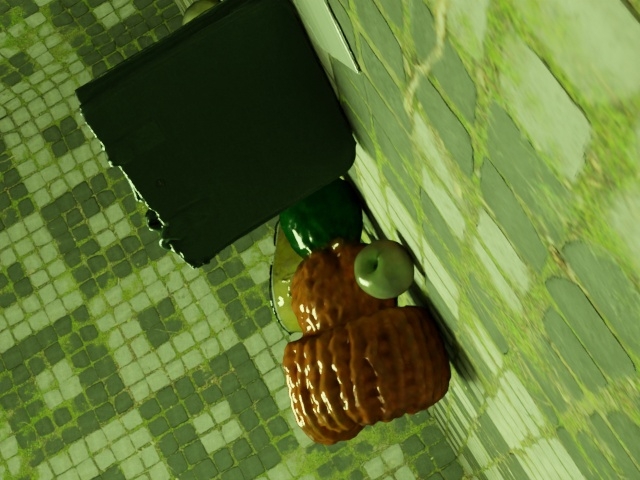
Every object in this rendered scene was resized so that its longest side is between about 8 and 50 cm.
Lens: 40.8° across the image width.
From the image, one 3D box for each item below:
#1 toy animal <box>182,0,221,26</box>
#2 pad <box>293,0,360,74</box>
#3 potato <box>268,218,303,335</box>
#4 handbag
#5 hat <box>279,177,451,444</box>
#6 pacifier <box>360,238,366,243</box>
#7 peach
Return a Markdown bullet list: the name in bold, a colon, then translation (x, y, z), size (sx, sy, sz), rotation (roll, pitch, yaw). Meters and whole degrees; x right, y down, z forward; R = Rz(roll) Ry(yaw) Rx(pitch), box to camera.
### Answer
- **toy animal**: translation (-0.179, -0.347, 1.525), size (0.233, 0.121, 0.169), rotation (-97, -6, -71)
- **pad**: translation (-0.035, -0.259, 0.756), size (0.232, 0.004, 0.156), rotation (60, 178, -30)
- **potato**: translation (0.020, 0.057, 1.849), size (0.246, 0.196, 0.300), rotation (64, -157, -47)
- **handbag**: translation (-0.108, -0.122, 0.953), size (0.079, 0.260, 0.247), rotation (49, 171, 49)
- **hat**: translation (0.020, 0.112, 1.364), size (0.400, 0.285, 0.285), rotation (62, 179, 9)
- **pacifier**: translation (0.056, 0.049, 1.510), size (0.150, 0.116, 0.127), rotation (-122, 7, -80)
- **peach**: translation (0.086, 0.039, 1.148), size (0.083, 0.083, 0.083), rotation (59, 178, 3)
